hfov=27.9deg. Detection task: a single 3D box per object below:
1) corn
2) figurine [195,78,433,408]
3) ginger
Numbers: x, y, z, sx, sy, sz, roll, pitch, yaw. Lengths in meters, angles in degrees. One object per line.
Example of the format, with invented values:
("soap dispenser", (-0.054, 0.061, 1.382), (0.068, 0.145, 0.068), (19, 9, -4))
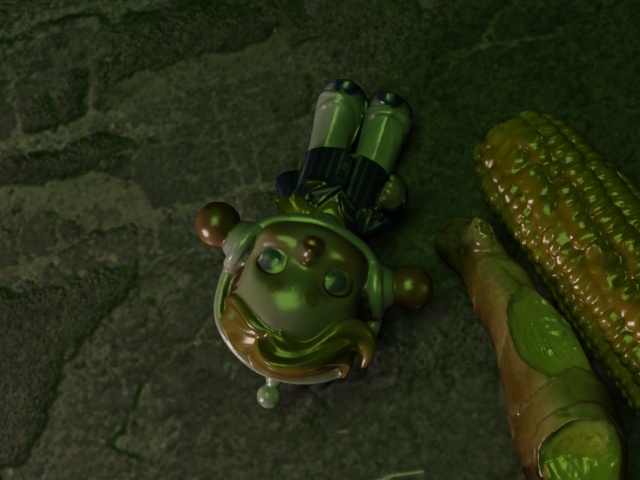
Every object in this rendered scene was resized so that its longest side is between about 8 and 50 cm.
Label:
("corn", (0.245, 0.042, 0.998), (0.120, 0.120, 0.363), (-39, 65, 4))
("figurine", (-0.009, -0.006, 1.098), (0.194, 0.133, 0.274), (-2, 66, -6))
("ginger", (0.164, 0.093, 1.019), (0.086, 0.131, 0.294), (-25, 54, 2))
